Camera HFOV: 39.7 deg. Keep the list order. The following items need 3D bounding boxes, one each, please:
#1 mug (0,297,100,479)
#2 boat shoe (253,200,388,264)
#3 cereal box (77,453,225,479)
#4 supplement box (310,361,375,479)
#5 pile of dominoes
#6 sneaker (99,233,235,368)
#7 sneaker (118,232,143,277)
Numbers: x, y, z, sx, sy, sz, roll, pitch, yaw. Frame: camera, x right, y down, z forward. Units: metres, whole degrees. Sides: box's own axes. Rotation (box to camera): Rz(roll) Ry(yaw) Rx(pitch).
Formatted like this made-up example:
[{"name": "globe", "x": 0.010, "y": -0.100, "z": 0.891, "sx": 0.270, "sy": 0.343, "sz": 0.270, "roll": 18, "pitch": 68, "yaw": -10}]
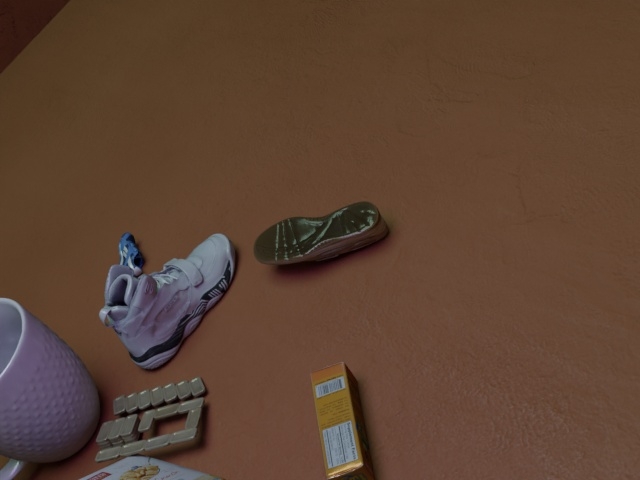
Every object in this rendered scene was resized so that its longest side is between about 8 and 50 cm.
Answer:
[{"name": "mug", "x": -0.663, "y": 0.362, "z": 1.879, "sx": 0.276, "sy": 0.328, "sz": 0.374, "roll": 15, "pitch": 62, "yaw": 40}, {"name": "boat shoe", "x": 0.000, "y": 0.000, "z": 1.958, "sx": 0.302, "sy": 0.098, "sz": 0.109, "roll": -17, "pitch": 59, "yaw": 16}, {"name": "cereal box", "x": -0.326, "y": 0.476, "z": 1.693, "sx": 0.240, "sy": 0.173, "sz": 0.047, "roll": 5, "pitch": 100, "yaw": 33}, {"name": "supplement box", "x": 0.040, "y": 0.345, "z": 1.638, "sx": 0.080, "sy": 0.078, "sz": 0.233, "roll": -20, "pitch": 45, "yaw": 12}, {"name": "pile of dominoes", "x": -0.351, "y": 0.385, "z": 1.876, "sx": 0.251, "sy": 0.040, "sz": 0.196, "roll": -16, "pitch": 30, "yaw": 16}, {"name": "sneaker", "x": -0.344, "y": 0.095, "z": 2.002, "sx": 0.137, "sy": 0.210, "sz": 0.365, "roll": 16, "pitch": 62, "yaw": 40}, {"name": "sneaker", "x": -0.478, "y": 0.038, "z": 2.256, "sx": 0.059, "sy": 0.053, "sz": 0.144, "roll": -21, "pitch": 53, "yaw": 16}]
